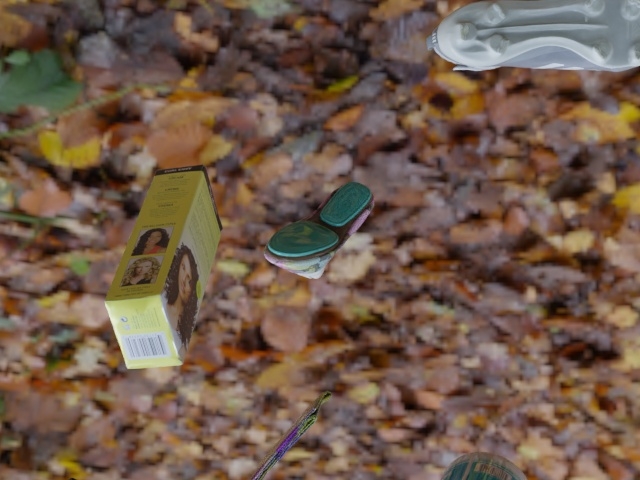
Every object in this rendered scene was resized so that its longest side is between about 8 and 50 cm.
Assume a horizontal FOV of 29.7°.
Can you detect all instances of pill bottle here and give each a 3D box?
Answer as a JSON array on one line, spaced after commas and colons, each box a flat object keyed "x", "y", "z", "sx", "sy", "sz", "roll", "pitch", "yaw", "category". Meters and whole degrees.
[{"x": 0.217, "y": 0.428, "z": 1.756, "sx": 0.146, "sy": 0.146, "sz": 0.264, "roll": -8, "pitch": -164, "yaw": 23, "category": "pill bottle"}]

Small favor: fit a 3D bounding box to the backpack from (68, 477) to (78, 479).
[{"x": -0.344, "y": 0.351, "z": 1.487, "sx": 0.114, "sy": 0.084, "sz": 0.105, "roll": -5, "pitch": 146, "yaw": 5, "category": "backpack"}]

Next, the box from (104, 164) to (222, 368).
[{"x": -0.149, "y": 0.021, "z": 1.193, "sx": 0.058, "sy": 0.232, "sz": 0.087, "roll": -6, "pitch": 124, "yaw": 10, "category": "box"}]

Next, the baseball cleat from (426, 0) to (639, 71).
[{"x": 0.195, "y": -0.182, "z": 1.056, "sx": 0.205, "sy": 0.072, "sz": 0.109, "roll": 2, "pitch": -177, "yaw": -12, "category": "baseball cleat"}]

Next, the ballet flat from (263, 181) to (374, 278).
[{"x": 0.000, "y": 0.000, "z": 1.563, "sx": 0.076, "sy": 0.221, "sz": 0.079, "roll": 26, "pitch": 128, "yaw": 19, "category": "ballet flat"}]

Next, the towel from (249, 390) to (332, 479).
[{"x": -0.023, "y": 0.150, "z": 0.905, "sx": 0.009, "sy": 0.083, "sz": 0.060, "roll": 41, "pitch": -167, "yaw": 2, "category": "towel"}]
